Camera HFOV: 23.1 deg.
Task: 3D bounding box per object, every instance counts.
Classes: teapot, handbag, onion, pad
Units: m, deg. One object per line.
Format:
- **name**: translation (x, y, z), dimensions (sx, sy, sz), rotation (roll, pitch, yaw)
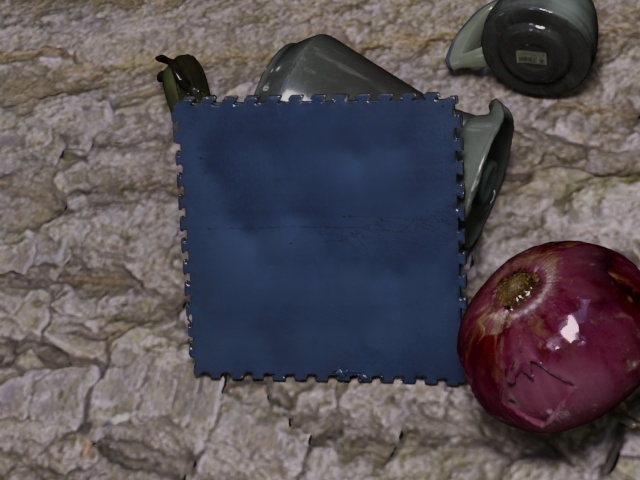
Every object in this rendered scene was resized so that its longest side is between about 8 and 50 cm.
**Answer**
- **teapot**: translation (0.212, -0.204, 1.535), dimensions (0.111, 0.149, 0.108), rotation (36, 51, -10)
- **handbag**: translation (-0.131, -0.142, 1.588), dimensions (0.047, 0.072, 0.111), rotation (-16, 60, -12)
- **onion**: translation (0.203, 0.082, 1.330), dimensions (0.177, 0.153, 0.177), rotation (-12, 58, 20)
- **teapot**: translation (0.050, -0.071, 1.457), dimensions (0.225, 0.171, 0.203), rotation (19, 90, 16)
- **pad**: translation (0.000, 0.000, 1.403), dimensions (0.269, 0.012, 0.269), rotation (2, 103, 14)
